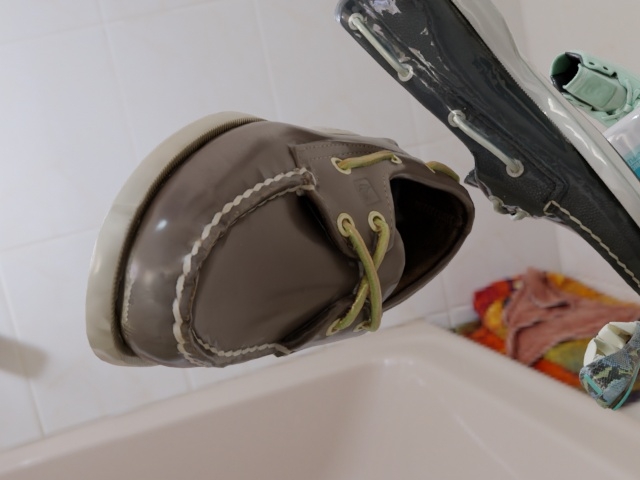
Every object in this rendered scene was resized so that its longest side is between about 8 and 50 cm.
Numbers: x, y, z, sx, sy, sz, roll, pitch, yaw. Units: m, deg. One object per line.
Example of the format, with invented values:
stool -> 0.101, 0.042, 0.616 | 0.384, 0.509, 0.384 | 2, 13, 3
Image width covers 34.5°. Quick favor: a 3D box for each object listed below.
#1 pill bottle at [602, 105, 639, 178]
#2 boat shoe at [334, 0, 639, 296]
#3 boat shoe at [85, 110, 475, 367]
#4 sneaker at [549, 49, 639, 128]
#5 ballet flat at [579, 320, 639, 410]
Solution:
pill bottle -> 0.384, -0.010, 1.048 | 0.146, 0.264, 0.146 | -33, -13, -9
boat shoe -> 0.131, -0.070, 0.695 | 0.091, 0.302, 0.114 | -40, -6, 16
boat shoe -> 0.000, 0.000, 0.530 | 0.096, 0.117, 0.324 | 16, 13, 18
sneaker -> 0.385, -0.157, 1.297 | 0.151, 0.094, 0.256 | 11, 27, -32
ballet flat -> 0.341, 0.126, 1.175 | 0.070, 0.070, 0.188 | -5, 14, 29
